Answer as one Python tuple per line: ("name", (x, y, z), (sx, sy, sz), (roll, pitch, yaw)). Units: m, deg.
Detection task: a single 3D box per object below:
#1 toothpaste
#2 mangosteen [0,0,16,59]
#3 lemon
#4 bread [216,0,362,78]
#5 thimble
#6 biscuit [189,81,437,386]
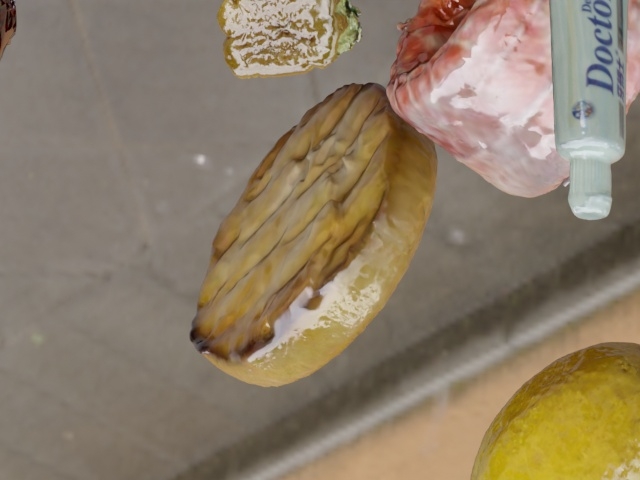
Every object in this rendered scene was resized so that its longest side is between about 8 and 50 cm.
("toothpaste", (0.162, -0.135, 1.128), (0.067, 0.255, 0.037), (9, 160, -18))
("mangosteen", (-0.321, -0.172, 1.388), (0.166, 0.180, 0.166), (4, 107, 14))
("lemon", (0.209, 0.178, 1.367), (0.188, 0.188, 0.256), (33, 106, -27))
("bread", (-0.036, -0.234, 1.888), (0.140, 0.069, 0.128), (-7, 108, 24))
("thimble", (0.169, -0.169, 1.540), (0.162, 0.239, 0.239), (31, 137, -14))
("biscuit", (0.000, 0.000, 1.682), (0.102, 0.296, 0.296), (31, 137, -24))
